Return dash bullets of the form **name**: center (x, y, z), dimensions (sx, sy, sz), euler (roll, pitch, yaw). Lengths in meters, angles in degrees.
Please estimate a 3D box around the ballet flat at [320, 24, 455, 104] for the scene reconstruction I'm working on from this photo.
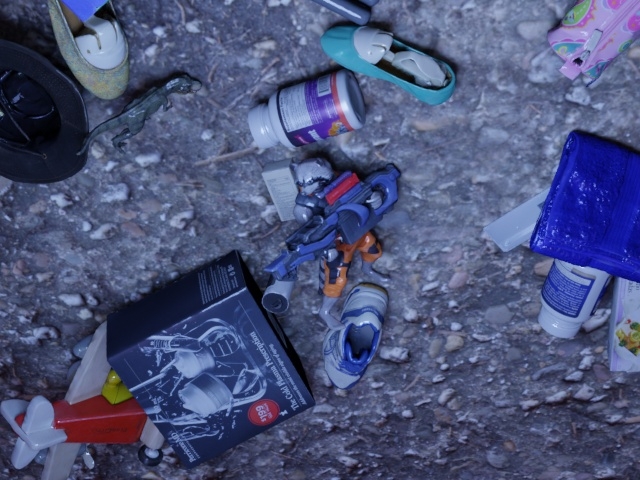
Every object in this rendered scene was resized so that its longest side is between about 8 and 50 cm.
- **ballet flat**: center (0.123, -0.310, 1.390), dimensions (0.247, 0.083, 0.087), euler (24, 159, -11)

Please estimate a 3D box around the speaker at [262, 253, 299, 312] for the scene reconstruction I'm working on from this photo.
- **speaker**: center (-0.079, 0.086, 1.682), dimensions (0.055, 0.136, 0.055), euler (5, 126, 7)

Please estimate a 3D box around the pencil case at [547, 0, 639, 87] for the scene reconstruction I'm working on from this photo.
- **pencil case**: center (0.476, -0.373, 1.264), dimensions (0.124, 0.124, 0.284), euler (35, 123, -14)

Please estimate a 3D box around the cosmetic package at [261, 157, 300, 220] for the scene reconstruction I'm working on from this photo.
- **cosmetic package**: center (-0.066, -0.099, 1.607), dimensions (0.060, 0.041, 0.115), euler (-9, 123, 17)

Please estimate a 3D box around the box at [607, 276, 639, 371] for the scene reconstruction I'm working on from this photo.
- **box**: center (0.611, 0.122, 1.623), dimensions (0.063, 0.067, 0.324), euler (-1, 124, 10)

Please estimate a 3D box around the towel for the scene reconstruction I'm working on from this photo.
- **towel**: center (0.550, -0.042, 1.458), dimensions (0.308, 0.076, 0.227), euler (17, 97, -3)

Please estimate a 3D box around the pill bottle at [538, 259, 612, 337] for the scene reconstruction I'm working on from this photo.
- **pill bottle**: center (0.490, 0.094, 1.597), dimensions (0.112, 0.112, 0.186), euler (13, 126, 1)

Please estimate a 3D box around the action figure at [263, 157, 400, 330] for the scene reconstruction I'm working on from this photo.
- **action figure**: center (0.000, 0.000, 1.552), dimensions (0.179, 0.341, 0.330), euler (17, 129, 46)

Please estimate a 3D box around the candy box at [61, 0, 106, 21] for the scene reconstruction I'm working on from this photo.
- **candy box**: center (-0.358, -0.499, 1.206), dimensions (0.122, 0.317, 0.268), euler (-35, 113, 29)

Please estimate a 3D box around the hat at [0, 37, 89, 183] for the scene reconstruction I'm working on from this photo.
- **hat**: center (-0.538, -0.258, 1.529), dimensions (0.331, 0.134, 0.331), euler (13, 131, 15)

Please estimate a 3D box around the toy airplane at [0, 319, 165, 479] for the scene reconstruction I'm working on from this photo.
- **toy airplane**: center (-0.545, 0.379, 1.896), dimensions (0.386, 0.272, 0.384), euler (-31, 134, -7)

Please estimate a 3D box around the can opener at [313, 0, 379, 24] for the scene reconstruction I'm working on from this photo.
- **can opener**: center (-0.037, -0.434, 1.340), dimensions (0.280, 0.093, 0.074), euler (23, 125, -12)

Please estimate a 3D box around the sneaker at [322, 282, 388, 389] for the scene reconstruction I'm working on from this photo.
- **sneaker**: center (0.063, 0.232, 1.764), dimensions (0.112, 0.131, 0.296), euler (12, 128, -1)

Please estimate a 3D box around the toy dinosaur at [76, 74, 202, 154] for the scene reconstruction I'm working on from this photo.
- **toy dinosaur**: center (-0.341, -0.221, 1.500), dimensions (0.064, 0.268, 0.118), euler (50, 157, -1)

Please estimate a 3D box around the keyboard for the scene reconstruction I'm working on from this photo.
- **keyboard**: center (0.432, -0.063, 1.560), dimensions (0.256, 0.014, 0.072), euler (-35, 108, 29)

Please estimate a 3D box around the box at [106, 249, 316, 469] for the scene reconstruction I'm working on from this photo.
- **box**: center (-0.229, 0.254, 1.741), dimensions (0.313, 0.179, 0.343), euler (-27, 119, 1)

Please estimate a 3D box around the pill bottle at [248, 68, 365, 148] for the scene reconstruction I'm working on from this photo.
- **pill bottle**: center (-0.026, -0.227, 1.468), dimensions (0.194, 0.108, 0.108), euler (-14, 121, 20)

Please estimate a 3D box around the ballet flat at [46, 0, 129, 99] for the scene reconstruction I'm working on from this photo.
- **ballet flat**: center (-0.400, -0.396, 1.402), dimensions (0.123, 0.123, 0.348), euler (-7, 121, 15)
